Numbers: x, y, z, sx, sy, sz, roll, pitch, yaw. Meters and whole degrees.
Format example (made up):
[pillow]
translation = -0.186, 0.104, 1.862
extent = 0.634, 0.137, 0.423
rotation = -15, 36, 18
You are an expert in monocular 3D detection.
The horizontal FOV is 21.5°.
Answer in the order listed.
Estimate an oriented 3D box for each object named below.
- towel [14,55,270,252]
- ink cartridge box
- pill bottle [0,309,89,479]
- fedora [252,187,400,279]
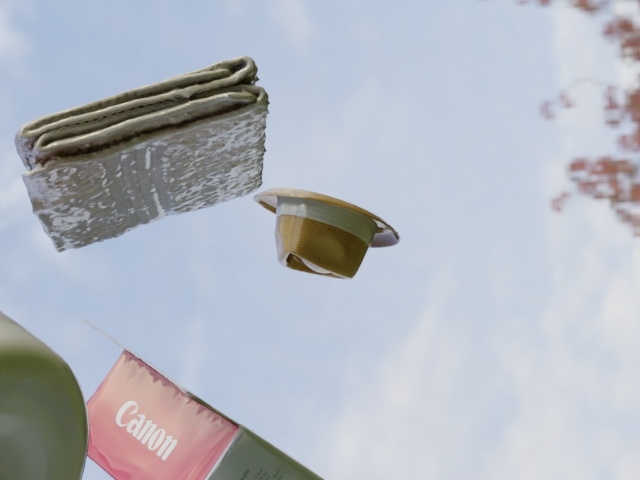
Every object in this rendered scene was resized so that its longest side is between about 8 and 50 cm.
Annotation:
[towel]
translation = -0.131, -0.057, 1.297
extent = 0.282, 0.187, 0.049
rotation = 98, 155, -77
[ink cartridge box]
translation = -0.138, 0.233, 1.790
extent = 0.272, 0.309, 0.130
rotation = 39, -98, -29
[pill bottle]
translation = -0.361, 0.076, 1.084
extent = 0.229, 0.408, 0.229
rotation = -35, -39, -35
[fedora]
translation = 0.000, 0.000, 2.015
extent = 0.194, 0.194, 0.079
rotation = 33, -111, -55
